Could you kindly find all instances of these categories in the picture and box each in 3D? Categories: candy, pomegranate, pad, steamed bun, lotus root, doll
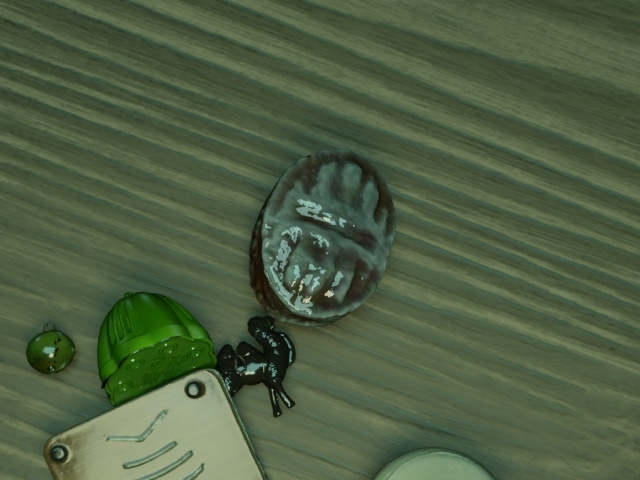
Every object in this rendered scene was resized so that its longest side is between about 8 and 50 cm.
[{"bbox_3d":[0.000,0.000,1.629,0.214,0.157,0.289,24,65,-11],"label":"candy"},{"bbox_3d":[-0.425,0.170,1.597,0.073,0.073,0.085,-46,45,-15],"label":"pomegranate"},{"bbox_3d":[-0.230,0.369,1.532,0.287,0.018,0.283,-24,91,-9],"label":"pad"},{"bbox_3d":[0.167,0.426,1.507,0.232,0.145,0.231,3,63,-7],"label":"steamed bun"},{"bbox_3d":[-0.271,0.143,1.573,0.186,0.186,0.186,1,72,-3],"label":"lotus root"},{"bbox_3d":[-0.106,0.200,1.610,0.139,0.057,0.165,-6,72,-5],"label":"doll"}]
